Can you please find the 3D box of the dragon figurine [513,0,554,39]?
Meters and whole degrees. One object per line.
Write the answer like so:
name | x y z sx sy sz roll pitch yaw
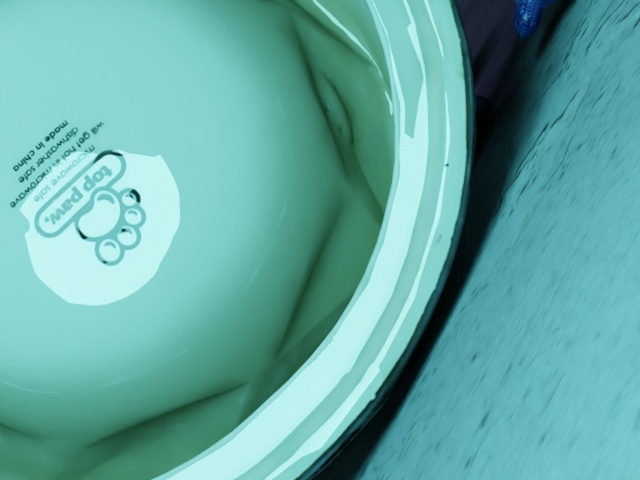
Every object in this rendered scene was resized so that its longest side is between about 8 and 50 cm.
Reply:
dragon figurine | 0.138 -0.229 0.791 0.289 0.085 0.144 -62 4 -7

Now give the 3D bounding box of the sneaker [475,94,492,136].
sneaker | 0.063 -0.070 0.834 0.053 0.059 0.144 -59 5 1

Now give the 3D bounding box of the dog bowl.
dog bowl | -0.121 -0.033 0.716 0.408 0.408 0.150 -62 -14 -6

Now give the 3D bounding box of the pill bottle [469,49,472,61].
pill bottle | 0.006 -0.092 1.048 0.216 0.121 0.121 -43 11 22
